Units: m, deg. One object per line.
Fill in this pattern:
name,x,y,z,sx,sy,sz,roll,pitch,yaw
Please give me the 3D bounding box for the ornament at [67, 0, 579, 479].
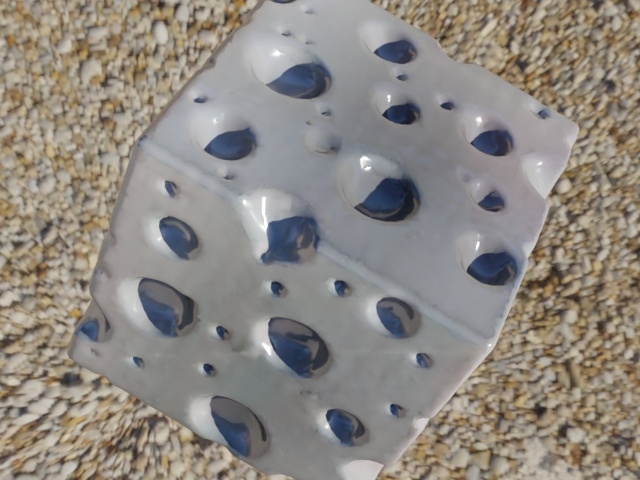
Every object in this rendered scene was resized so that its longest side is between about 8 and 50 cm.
ornament,0.000,0.000,0.777,0.239,0.240,0.239,31,46,1
